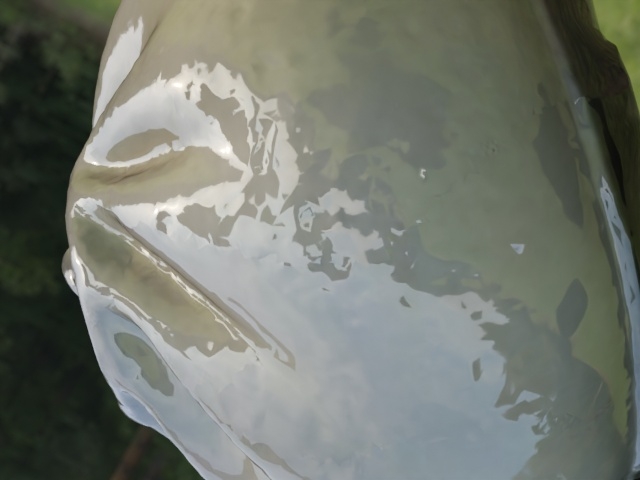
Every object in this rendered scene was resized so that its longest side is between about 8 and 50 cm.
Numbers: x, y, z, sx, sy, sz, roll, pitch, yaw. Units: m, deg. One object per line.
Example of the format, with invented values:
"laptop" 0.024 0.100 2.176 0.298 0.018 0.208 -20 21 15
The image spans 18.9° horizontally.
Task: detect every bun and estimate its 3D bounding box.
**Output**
"bun" 0.000 0.000 0.452 0.120 0.172 0.173 -16 -166 -10
